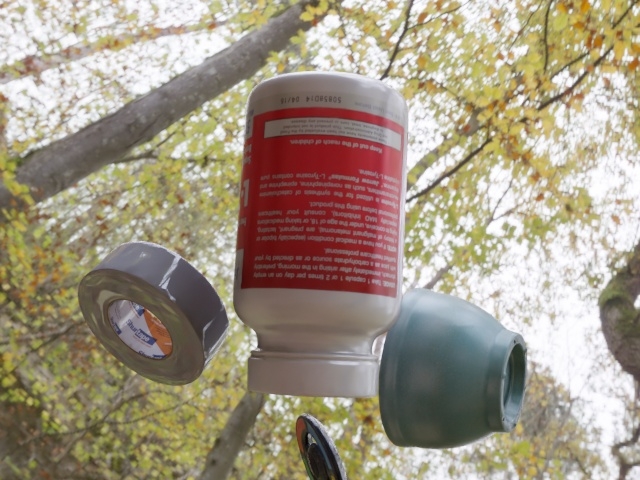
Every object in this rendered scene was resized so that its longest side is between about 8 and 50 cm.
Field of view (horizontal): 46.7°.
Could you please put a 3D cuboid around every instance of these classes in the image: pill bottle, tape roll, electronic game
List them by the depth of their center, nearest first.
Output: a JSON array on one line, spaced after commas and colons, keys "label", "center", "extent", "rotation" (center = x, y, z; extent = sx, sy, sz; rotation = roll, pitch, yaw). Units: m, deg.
[{"label": "pill bottle", "center": [0.000, 0.000, 1.003], "extent": [0.229, 0.229, 0.408], "rotation": [-1, -100, 25]}, {"label": "tape roll", "center": [-0.245, 0.109, 1.086], "extent": [0.219, 0.072, 0.219], "rotation": [17, -47, 19]}, {"label": "electronic game", "center": [-0.001, 0.502, 1.674], "extent": [0.229, 0.048, 0.229], "rotation": [51, -29, 44]}]

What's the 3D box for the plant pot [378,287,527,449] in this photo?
[{"label": "plant pot", "center": [0.253, 0.240, 1.319], "extent": [0.196, 0.293, 0.293], "rotation": [5, -60, 30]}]
